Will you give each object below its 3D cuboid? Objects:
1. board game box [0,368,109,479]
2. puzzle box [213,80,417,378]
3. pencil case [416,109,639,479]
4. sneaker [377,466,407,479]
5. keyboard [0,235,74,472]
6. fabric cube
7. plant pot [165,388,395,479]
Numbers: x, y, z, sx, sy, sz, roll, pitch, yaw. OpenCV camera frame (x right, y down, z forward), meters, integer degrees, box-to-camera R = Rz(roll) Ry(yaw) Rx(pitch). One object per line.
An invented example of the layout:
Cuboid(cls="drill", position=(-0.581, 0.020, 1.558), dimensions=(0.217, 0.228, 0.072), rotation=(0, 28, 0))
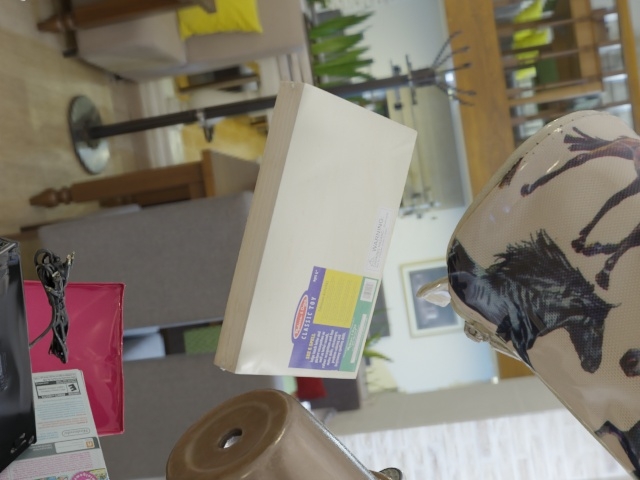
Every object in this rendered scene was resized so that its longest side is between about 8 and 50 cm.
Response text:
Cuboid(cls="board game box", position=(-0.370, 0.313, 1.009), dimensions=(0.097, 0.224, 0.303), rotation=(-59, -136, 40))
Cuboid(cls="puzzle box", position=(0.000, 0.000, 1.245), dimensions=(0.272, 0.052, 0.409), rotation=(14, 91, -49))
Cuboid(cls="pencil case", position=(0.248, 0.112, 0.515), dimensions=(0.160, 0.183, 0.410), rotation=(7, 39, -51))
Cuboid(cls="sneaker", position=(0.107, 0.497, 1.387), dimensions=(0.163, 0.086, 0.226), rotation=(38, 78, -31))
Cuboid(cls="keyboard", position=(-0.338, 0.126, 0.909), dimensions=(0.201, 0.033, 0.317), rotation=(-45, 154, -47))
Cuboid(cls="fabric cube", position=(-0.485, 0.209, 1.433), dimensions=(0.258, 0.254, 0.259), rotation=(151, -60, -61))
Cuboid(cls="plant pot", position=(-0.043, 0.287, 0.870), dimensions=(0.229, 0.263, 0.263), rotation=(61, 16, -22))
